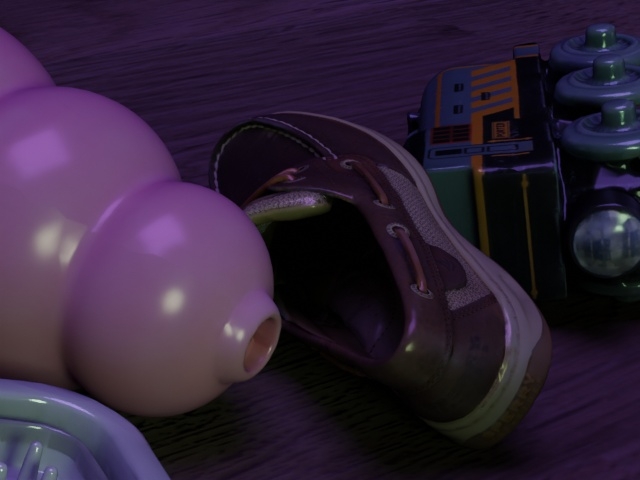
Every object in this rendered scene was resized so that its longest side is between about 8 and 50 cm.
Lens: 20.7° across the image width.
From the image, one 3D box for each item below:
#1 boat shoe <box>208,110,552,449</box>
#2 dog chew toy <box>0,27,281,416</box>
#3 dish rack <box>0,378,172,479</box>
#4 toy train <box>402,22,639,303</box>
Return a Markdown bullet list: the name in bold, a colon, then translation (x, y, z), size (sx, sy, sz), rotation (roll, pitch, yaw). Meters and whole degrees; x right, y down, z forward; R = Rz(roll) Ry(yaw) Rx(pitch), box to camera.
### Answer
- **boat shoe**: translation (0.000, 0.000, 1.046), size (0.123, 0.123, 0.342), rotation (21, 17, -36)
- **dog chew toy**: translation (-0.171, -0.006, 0.988), size (0.332, 0.206, 0.206), rotation (24, 29, 23)
- **dish rack**: translation (-0.170, 0.153, 0.702), size (0.285, 0.072, 0.333), rotation (7, 21, -28)
- **toy train**: translation (0.149, -0.056, 1.232), size (0.190, 0.142, 0.334), rotation (-4, 23, 6)
